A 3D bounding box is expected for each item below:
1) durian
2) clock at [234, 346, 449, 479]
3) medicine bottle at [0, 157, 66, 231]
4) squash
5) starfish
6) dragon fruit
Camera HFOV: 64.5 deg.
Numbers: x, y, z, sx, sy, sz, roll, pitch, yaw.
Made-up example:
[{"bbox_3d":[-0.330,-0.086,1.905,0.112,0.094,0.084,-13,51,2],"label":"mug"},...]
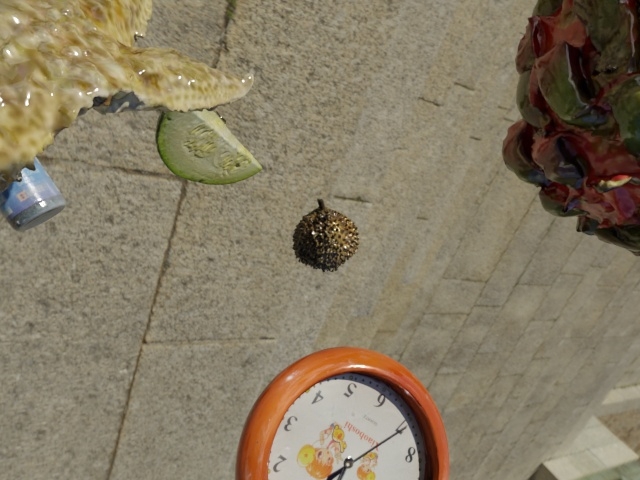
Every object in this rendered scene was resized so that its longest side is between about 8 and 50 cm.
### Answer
[{"bbox_3d":[0.000,0.000,1.046,0.091,0.148,0.189,-56,150,-52],"label":"durian"},{"bbox_3d":[0.024,0.201,0.459,0.205,0.051,0.206,4,76,-19],"label":"clock"},{"bbox_3d":[-0.457,-0.116,0.725,0.083,0.083,0.203,-34,96,-7],"label":"medicine bottle"},{"bbox_3d":[-0.203,-0.150,0.888,0.111,0.289,0.203,-38,109,5],"label":"squash"},{"bbox_3d":[-0.252,-0.138,0.330,0.432,0.324,0.082,-37,166,-39],"label":"starfish"},{"bbox_3d":[0.277,-0.138,0.426,0.236,0.231,0.303,-10,99,-14],"label":"dragon fruit"}]
